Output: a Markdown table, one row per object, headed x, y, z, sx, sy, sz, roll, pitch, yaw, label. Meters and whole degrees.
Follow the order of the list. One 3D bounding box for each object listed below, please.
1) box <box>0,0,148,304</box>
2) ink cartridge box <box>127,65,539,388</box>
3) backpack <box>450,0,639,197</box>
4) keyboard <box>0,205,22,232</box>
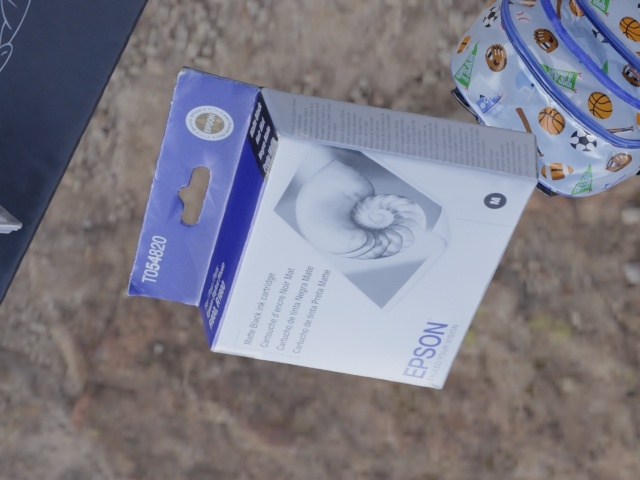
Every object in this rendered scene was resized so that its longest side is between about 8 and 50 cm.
| x | y | z | sx | sy | sz | roll | pitch | yaw | label |
| --- | --- | --- | --- | --- | --- | --- | --- | --- | --- |
| -0.355 | -0.142 | 1.579 | 0.293 | 0.212 | 0.395 | 29 | 83 | -25 | box |
| 0.000 | 0.000 | 1.212 | 0.224 | 0.045 | 0.223 | 10 | 138 | -7 | ink cartridge box |
| 0.271 | -0.174 | 1.970 | 0.276 | 0.263 | 0.213 | 43 | 134 | 7 | backpack |
| -0.303 | -0.073 | 1.316 | 0.072 | 0.256 | 0.014 | 12 | 110 | -53 | keyboard |
